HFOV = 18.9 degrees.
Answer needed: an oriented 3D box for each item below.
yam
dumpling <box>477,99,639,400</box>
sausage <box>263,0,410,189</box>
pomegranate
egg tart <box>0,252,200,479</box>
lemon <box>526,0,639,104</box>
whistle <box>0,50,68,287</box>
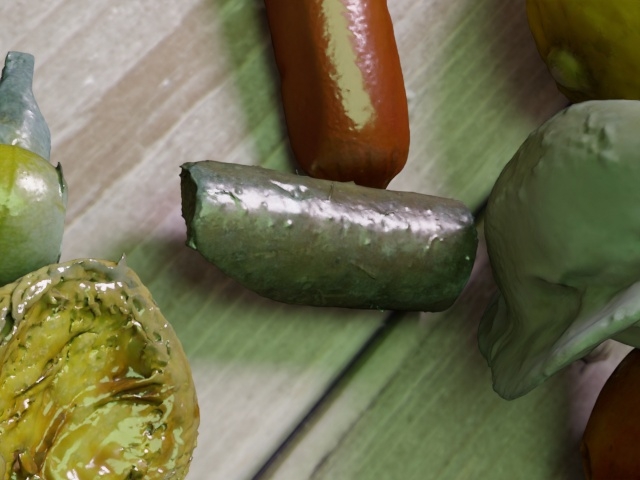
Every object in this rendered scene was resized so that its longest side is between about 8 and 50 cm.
[{"bbox_3d":[0.000,0.000,1.519,0.259,0.106,0.106,7,68,-26],"label":"yam"},{"bbox_3d":[0.227,-0.008,1.500,0.270,0.320,0.211,-21,71,-7],"label":"dumpling"},{"bbox_3d":[0.004,-0.206,1.606,0.097,0.094,0.348,-5,74,-26],"label":"sausage"},{"bbox_3d":[0.314,0.171,1.564,0.209,0.209,0.209,10,66,-25],"label":"pomegranate"},{"bbox_3d":[-0.196,0.127,1.367,0.232,0.098,0.252,40,59,-31],"label":"egg tart"},{"bbox_3d":[0.340,-0.229,1.665,0.364,0.364,0.364,10,66,-25],"label":"lemon"},{"bbox_3d":[-0.243,-0.048,1.408,0.123,0.123,0.223,16,50,-22],"label":"whistle"}]
